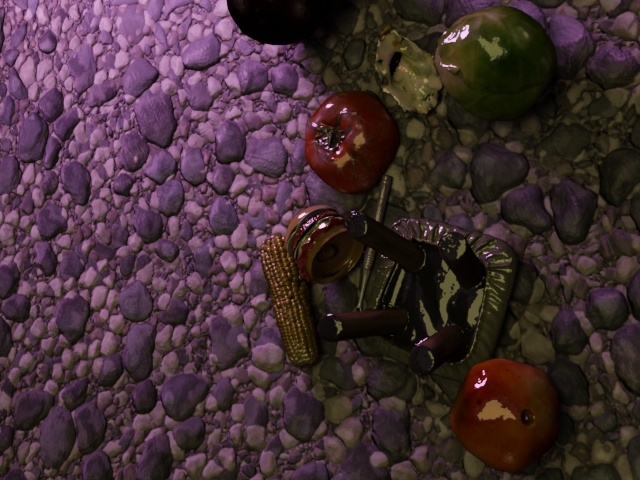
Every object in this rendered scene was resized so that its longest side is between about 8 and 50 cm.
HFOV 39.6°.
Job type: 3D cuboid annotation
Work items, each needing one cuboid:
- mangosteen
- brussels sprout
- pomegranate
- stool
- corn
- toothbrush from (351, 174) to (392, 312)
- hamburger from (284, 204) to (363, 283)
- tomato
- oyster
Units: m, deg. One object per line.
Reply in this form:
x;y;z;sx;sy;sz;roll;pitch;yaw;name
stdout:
-0.081;-0.584;2.020;0.293;0.297;0.297;19;94;-5;mangosteen
0.342;-0.351;1.754;0.244;0.244;0.244;-5;80;31;brussels sprout
0.342;0.324;1.655;0.209;0.209;0.209;-5;80;31;pomegranate
0.194;0.109;1.769;0.310;0.226;0.310;15;92;33;stool
-0.068;0.131;2.011;0.097;0.097;0.320;-22;74;28;corn
0.108;0.028;1.949;0.024;0.029;0.354;12;89;20;toothbrush
0.002;-0.003;1.945;0.175;0.175;0.137;-52;54;15;hamburger
0.055;-0.223;1.983;0.236;0.095;0.237;-5;80;32;tomato
0.184;-0.366;1.947;0.209;0.072;0.133;41;99;10;oyster
